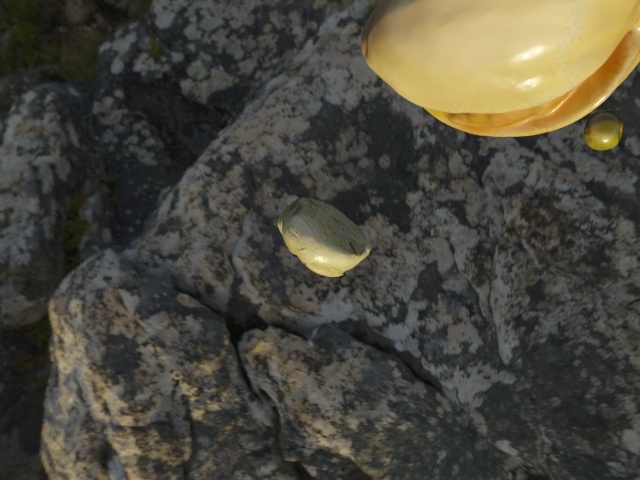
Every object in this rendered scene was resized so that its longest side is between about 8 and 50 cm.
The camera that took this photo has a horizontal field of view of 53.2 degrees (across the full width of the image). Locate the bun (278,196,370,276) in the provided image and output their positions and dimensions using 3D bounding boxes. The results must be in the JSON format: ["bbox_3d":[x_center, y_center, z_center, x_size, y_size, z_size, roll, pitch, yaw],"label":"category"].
[{"bbox_3d":[0.000,0.000,1.423,0.210,0.237,0.116,44,112,21],"label":"bun"}]

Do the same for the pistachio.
[{"bbox_3d":[0.199,-0.225,0.635,0.308,0.229,0.230,-14,69,35],"label":"pistachio"}]

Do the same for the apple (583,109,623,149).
[{"bbox_3d":[0.630,-0.245,1.421,0.074,0.089,0.090,16,77,33],"label":"apple"}]
